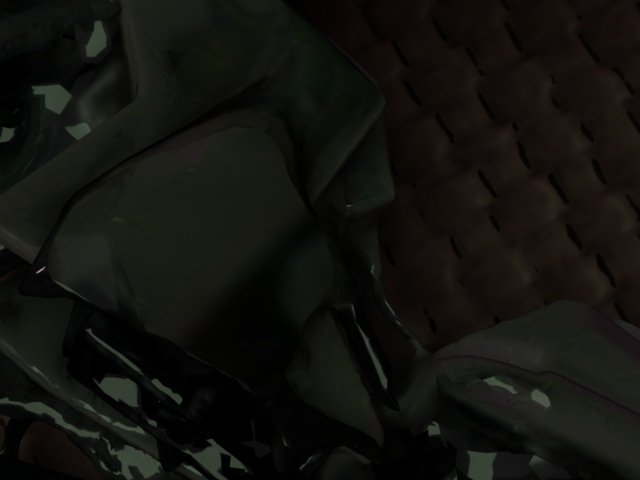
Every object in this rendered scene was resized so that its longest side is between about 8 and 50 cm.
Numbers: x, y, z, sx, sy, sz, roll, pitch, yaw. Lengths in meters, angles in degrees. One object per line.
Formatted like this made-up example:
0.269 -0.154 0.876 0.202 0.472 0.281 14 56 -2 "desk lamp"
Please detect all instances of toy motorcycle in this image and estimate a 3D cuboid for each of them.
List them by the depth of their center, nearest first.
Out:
0.000 0.000 0.476 0.327 0.143 0.188 35 64 3 "toy motorcycle"

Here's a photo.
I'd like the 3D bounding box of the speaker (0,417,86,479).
-0.089 0.094 0.526 0.075 0.060 0.094 15 48 13 "speaker"
